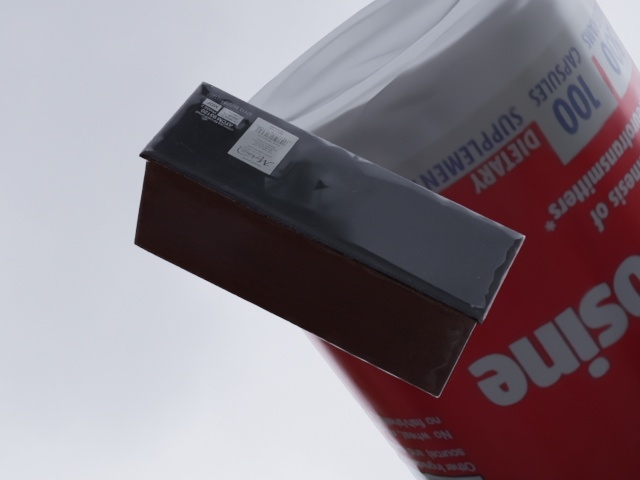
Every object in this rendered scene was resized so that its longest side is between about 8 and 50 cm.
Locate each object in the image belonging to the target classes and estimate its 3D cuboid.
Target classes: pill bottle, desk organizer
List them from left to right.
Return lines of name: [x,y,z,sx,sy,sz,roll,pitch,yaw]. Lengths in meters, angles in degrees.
desk organizer: [0.000,0.000,0.450,0.130,0.047,0.050,26,-42,8]
pill bottle: [0.136,0.055,0.710,0.229,0.229,0.407,-28,-71,27]
